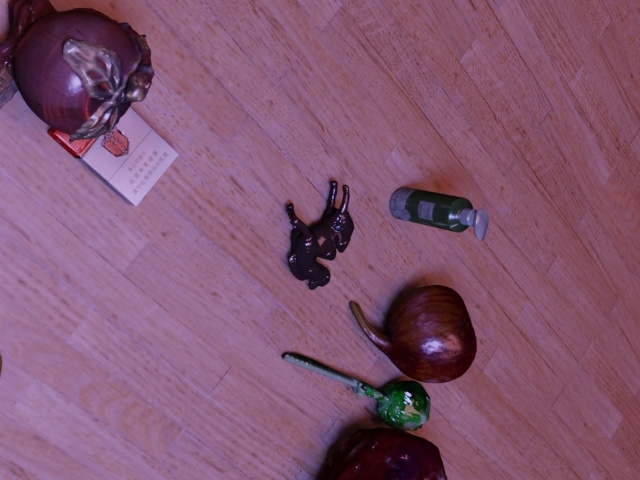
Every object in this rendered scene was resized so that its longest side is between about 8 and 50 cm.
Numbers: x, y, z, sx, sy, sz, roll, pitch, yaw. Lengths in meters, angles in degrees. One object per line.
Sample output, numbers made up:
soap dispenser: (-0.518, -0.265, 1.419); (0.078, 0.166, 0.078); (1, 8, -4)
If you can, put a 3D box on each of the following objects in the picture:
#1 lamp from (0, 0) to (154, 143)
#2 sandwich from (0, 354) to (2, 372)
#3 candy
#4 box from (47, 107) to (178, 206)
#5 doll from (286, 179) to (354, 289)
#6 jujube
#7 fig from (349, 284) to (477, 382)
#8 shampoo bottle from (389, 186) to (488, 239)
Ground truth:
lamp: (-0.324, -0.201, 1.007); (0.215, 0.223, 0.151); (-53, 144, -26)
sandwich: (-0.495, 0.230, 1.001); (0.236, 0.128, 0.122); (-55, 131, -13)
candy: (0.064, 0.258, 1.434); (0.323, 0.097, 0.097); (27, 83, -26)
box: (-0.285, -0.134, 1.123); (0.152, 0.048, 0.100); (46, 70, -32)
doll: (0.000, 0.000, 1.343); (0.139, 0.057, 0.165); (-29, 123, -29)
jujube: (0.080, 0.510, 1.387); (0.258, 0.258, 0.377); (27, 71, -35)
fig: (0.168, 0.175, 1.440); (0.207, 0.175, 0.175); (-11, 105, -18)
shampoo bottle: (0.205, -0.048, 1.382); (0.065, 0.204, 0.065); (-8, 104, -34)
